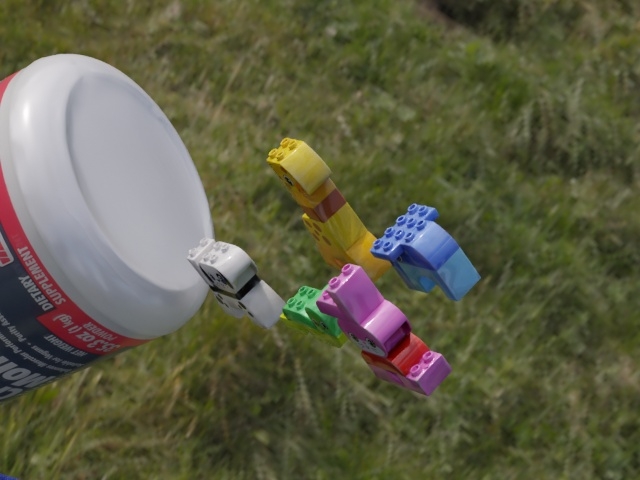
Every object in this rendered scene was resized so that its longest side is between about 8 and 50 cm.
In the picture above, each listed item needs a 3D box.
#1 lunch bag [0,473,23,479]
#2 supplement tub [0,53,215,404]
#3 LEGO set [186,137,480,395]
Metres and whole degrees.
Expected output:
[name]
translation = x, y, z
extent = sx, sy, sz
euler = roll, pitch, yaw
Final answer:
[lunch bag]
translation = -0.226, 0.417, 1.006
extent = 0.239, 0.328, 0.385
euler = 27, 24, -53
[supplement tub]
translation = -0.225, 0.012, 0.930
extent = 0.191, 0.272, 0.191
euler = 47, 29, -37
[LEGO set]
translation = 0.000, 0.000, 0.779
extent = 0.087, 0.227, 0.093
euler = -45, 116, -18
